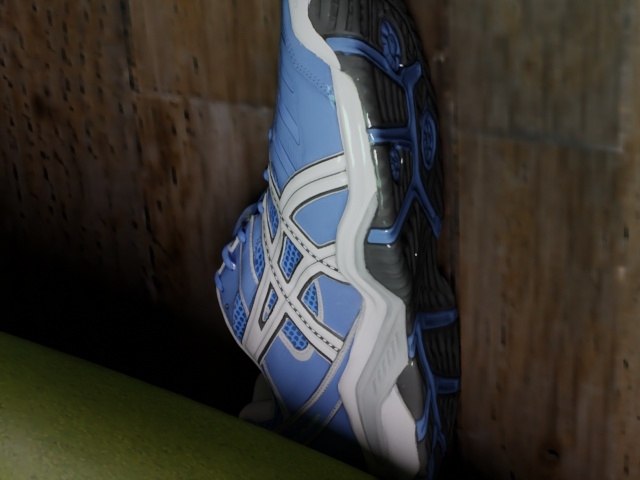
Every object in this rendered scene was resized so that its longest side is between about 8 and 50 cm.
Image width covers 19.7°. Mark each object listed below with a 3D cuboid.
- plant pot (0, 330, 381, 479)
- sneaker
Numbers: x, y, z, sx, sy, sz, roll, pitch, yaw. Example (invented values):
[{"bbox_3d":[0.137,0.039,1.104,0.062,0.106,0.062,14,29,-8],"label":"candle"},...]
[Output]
[{"bbox_3d":[-0.123,0.182,0.591,0.353,0.366,0.366,35,129,-21],"label":"plant pot"},{"bbox_3d":[0.000,0.000,0.653,0.081,0.080,0.211,5,121,17],"label":"sneaker"}]
